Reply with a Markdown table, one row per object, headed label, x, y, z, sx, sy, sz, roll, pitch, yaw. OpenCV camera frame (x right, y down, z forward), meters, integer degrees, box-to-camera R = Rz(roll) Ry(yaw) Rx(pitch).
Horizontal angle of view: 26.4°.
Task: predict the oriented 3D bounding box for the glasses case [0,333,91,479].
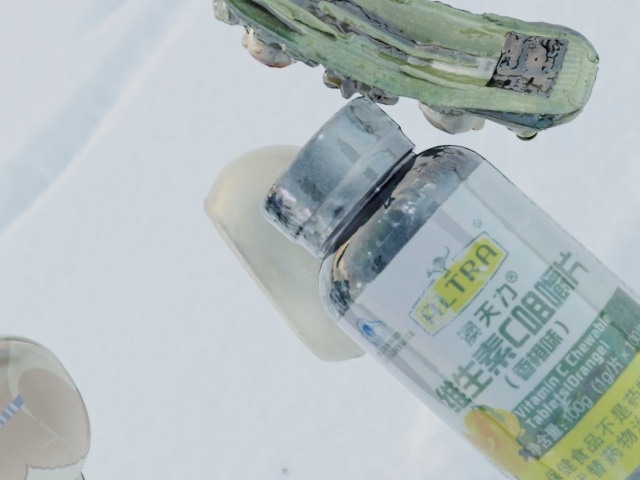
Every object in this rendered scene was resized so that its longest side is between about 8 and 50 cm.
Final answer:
| label | x | y | z | sx | sy | sz | roll | pitch | yaw |
| --- | --- | --- | --- | --- | --- | --- | --- | --- | --- |
| glasses case | -0.190 | 0.113 | 0.570 | 0.204 | 0.081 | 0.051 | -33 | 25 | -23 |

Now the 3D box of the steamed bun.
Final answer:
| label | x | y | z | sx | sy | sz | roll | pitch | yaw |
| --- | --- | --- | --- | --- | --- | --- | --- | --- | --- |
| steamed bun | 0.000 | 0.000 | 1.339 | 0.145 | 0.232 | 0.232 | -38 | 48 | 1 |

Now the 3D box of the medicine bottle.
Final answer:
| label | x | y | z | sx | sy | sz | roll | pitch | yaw |
| --- | --- | --- | --- | --- | --- | --- | --- | --- | --- |
| medicine bottle | 0.100 | 0.041 | 0.851 | 0.293 | 0.141 | 0.141 | 42 | 96 | 5 |

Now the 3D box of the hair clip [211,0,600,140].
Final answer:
| label | x | y | z | sx | sy | sz | roll | pitch | yaw |
| --- | --- | --- | --- | --- | --- | --- | --- | --- | --- |
| hair clip | 0.067 | -0.156 | 1.156 | 0.321 | 0.091 | 0.138 | 20 | 43 | 7 |

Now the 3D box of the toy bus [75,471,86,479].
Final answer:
| label | x | y | z | sx | sy | sz | roll | pitch | yaw |
| --- | --- | --- | --- | --- | --- | --- | --- | --- | --- |
| toy bus | -0.221 | 0.229 | 0.991 | 0.151 | 0.331 | 0.145 | -23 | 14 | -9 |
